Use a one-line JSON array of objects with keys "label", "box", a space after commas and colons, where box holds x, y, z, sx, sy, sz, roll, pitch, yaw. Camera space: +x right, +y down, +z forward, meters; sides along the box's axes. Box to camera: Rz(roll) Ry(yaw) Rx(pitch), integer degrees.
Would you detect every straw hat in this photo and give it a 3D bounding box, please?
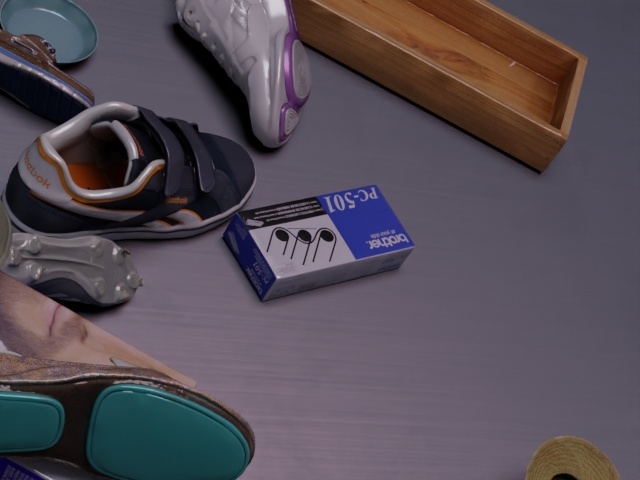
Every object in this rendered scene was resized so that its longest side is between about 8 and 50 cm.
[{"label": "straw hat", "box": [0.256, 0.285, 1.622, 0.144, 0.061, 0.144, 12, 63, -26]}]

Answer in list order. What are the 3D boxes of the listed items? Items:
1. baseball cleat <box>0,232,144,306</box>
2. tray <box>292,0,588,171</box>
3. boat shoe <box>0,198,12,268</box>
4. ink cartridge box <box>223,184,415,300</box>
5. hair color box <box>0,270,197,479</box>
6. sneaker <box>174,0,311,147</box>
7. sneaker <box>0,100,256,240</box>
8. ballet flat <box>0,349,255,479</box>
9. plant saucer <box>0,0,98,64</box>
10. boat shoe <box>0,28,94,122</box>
[{"label": "baseball cleat", "box": [-0.277, 0.025, 1.537, 0.206, 0.109, 0.072, 20, 71, -54]}, {"label": "tray", "box": [0.153, -0.267, 2.060, 0.411, 0.076, 0.203, 29, 42, -6]}, {"label": "boat shoe", "box": [-0.324, 0.030, 1.321, 0.228, 0.069, 0.081, -89, 156, -62]}, {"label": "ink cartridge box", "box": [0.000, 0.000, 1.742, 0.207, 0.046, 0.097, -12, 60, -38]}, {"label": "hair color box", "box": [-0.305, 0.134, 1.397, 0.339, 0.110, 0.185, 31, 42, -5]}, {"label": "sneaker", "box": [-0.097, -0.245, 1.885, 0.152, 0.114, 0.305, -13, 66, 11]}, {"label": "sneaker", "box": [-0.184, -0.076, 1.648, 0.321, 0.127, 0.126, -15, 59, -41]}, {"label": "ballet flat", "box": [-0.209, 0.138, 1.305, 0.316, 0.107, 0.106, 13, 20, -21]}, {"label": "plant saucer", "box": [-0.321, -0.245, 1.795, 0.119, 0.021, 0.119, 16, 46, -17]}, {"label": "boat shoe", "box": [-0.328, -0.198, 1.708, 0.183, 0.066, 0.066, 28, 53, -4]}]
